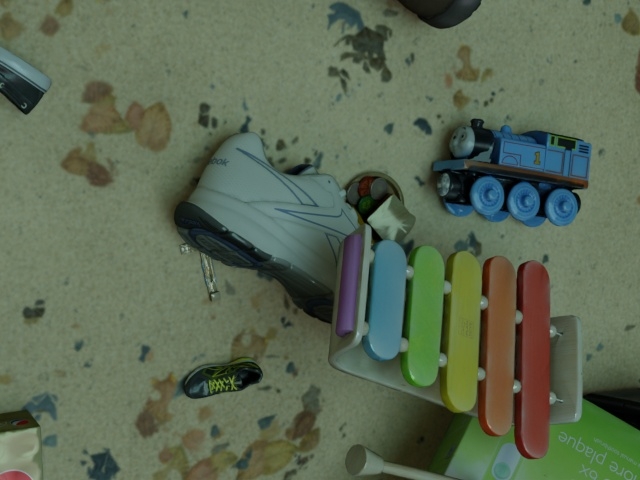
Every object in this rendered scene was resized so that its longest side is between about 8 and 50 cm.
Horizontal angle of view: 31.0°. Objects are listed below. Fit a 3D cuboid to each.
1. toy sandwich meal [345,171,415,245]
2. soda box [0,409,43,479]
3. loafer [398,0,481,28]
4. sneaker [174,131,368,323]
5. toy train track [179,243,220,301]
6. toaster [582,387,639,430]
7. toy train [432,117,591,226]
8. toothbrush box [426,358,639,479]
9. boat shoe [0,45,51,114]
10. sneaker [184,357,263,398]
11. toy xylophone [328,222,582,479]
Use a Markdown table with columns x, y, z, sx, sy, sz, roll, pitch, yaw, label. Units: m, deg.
| x | y | z | sx | sy | sz | roll | pitch | yaw | label |
| --- | --- | --- | --- | --- | --- | --- | --- | --- | --- |
| 0.060 | -0.031 | 1.216 | 0.086 | 0.029 | 0.085 | -5 | 100 | -26 | toy sandwich meal |
| -0.291 | 0.255 | 1.071 | 0.061 | 0.058 | 0.181 | -5 | 100 | -26 | soda box |
| 0.136 | -0.400 | 1.134 | 0.130 | 0.134 | 0.365 | 13 | 92 | -28 | loafer |
| 0.000 | 0.000 | 1.152 | 0.297 | 0.111 | 0.129 | 35 | 67 | -32 | sneaker |
| -0.111 | 0.021 | 1.147 | 0.048 | 0.014 | 0.083 | -17 | 106 | -23 | toy train track |
| 0.388 | 0.265 | 1.358 | 0.110 | 0.186 | 0.168 | -3 | 92 | -29 | toaster |
| 0.210 | -0.072 | 1.262 | 0.184 | 0.080 | 0.105 | 7 | 86 | -25 | toy train |
| 0.206 | 0.297 | 1.212 | 0.206 | 0.122 | 0.283 | 31 | 67 | 2 | toothbrush box |
| -0.302 | -0.158 | 1.003 | 0.142 | 0.049 | 0.040 | 31 | 85 | -30 | boat shoe |
| -0.096 | 0.139 | 1.162 | 0.083 | 0.035 | 0.031 | -19 | 106 | -23 | sneaker |
| 0.126 | 0.119 | 1.107 | 0.323 | 0.081 | 0.236 | 14 | 67 | -37 | toy xylophone |
